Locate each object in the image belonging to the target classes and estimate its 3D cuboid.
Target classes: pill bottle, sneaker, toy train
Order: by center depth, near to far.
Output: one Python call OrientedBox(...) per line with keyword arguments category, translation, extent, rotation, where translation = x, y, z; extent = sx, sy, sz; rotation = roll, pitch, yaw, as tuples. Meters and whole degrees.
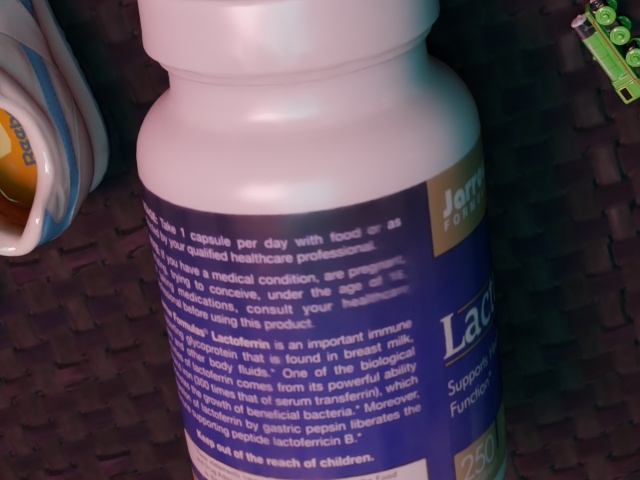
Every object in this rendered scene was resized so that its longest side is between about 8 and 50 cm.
OrientedBox(category="sneaker", translation=(-0.172, -0.100, 0.678), extent=(0.087, 0.092, 0.228), rotation=(-25, 110, 16))
OrientedBox(category="pill bottle", translation=(0.000, 0.000, 0.681), extent=(0.153, 0.153, 0.264), rotation=(-5, 116, 6))
OrientedBox(category="toy train", translation=(0.146, -0.079, 0.710), extent=(0.024, 0.017, 0.083), rotation=(-31, 111, 28))
